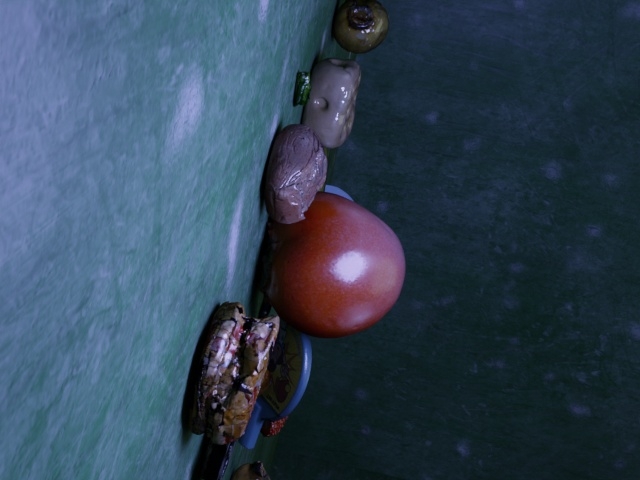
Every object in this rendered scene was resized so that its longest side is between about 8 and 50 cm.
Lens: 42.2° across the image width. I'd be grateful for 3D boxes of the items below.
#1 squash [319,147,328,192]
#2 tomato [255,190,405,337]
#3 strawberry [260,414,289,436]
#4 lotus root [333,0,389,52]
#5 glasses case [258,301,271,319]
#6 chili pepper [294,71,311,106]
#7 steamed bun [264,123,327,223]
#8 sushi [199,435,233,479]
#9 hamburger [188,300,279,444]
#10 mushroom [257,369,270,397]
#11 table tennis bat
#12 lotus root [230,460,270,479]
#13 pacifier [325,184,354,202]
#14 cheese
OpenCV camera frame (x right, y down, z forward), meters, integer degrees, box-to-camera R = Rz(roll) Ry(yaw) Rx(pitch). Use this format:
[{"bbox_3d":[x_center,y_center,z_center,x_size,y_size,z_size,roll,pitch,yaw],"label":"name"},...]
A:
[{"bbox_3d":[-0.040,-0.093,2.061,0.094,0.095,0.340,89,12,-79],"label":"squash"},{"bbox_3d":[0.028,0.056,1.763,0.321,0.322,0.321,13,90,-87],"label":"tomato"},{"bbox_3d":[-0.098,0.341,1.993,0.175,0.107,0.235,16,-82,60],"label":"strawberry"},{"bbox_3d":[0.110,-0.577,2.253,0.278,0.154,0.154,-80,-178,-82],"label":"lotus root"},{"bbox_3d":[-0.130,0.161,2.020,0.083,0.023,0.033,-72,172,-55],"label":"glasses case"},{"bbox_3d":[-0.036,-0.302,1.723,0.055,0.035,0.118,-59,168,-16],"label":"chili pepper"},{"bbox_3d":[-0.046,-0.127,1.566,0.145,0.106,0.175,98,7,-58],"label":"steamed bun"},{"bbox_3d":[-0.189,0.376,1.548,0.215,0.051,0.192,107,2,-47],"label":"sushi"},{"bbox_3d":[-0.139,0.210,1.304,0.231,0.107,0.230,-165,-90,-86],"label":"hamburger"},{"bbox_3d":[-0.145,0.299,1.842,0.088,0.073,0.129,18,85,-76],"label":"mushroom"},{"bbox_3d":[-0.113,0.327,1.888,0.215,0.044,0.329,39,-69,47],"label":"table tennis bat"},{"bbox_3d":[-0.185,0.665,2.202,0.118,0.125,0.220,-13,124,-58],"label":"lotus root"},{"bbox_3d":[0.000,0.000,2.341,0.233,0.244,0.299,-12,-120,59],"label":"pacifier"},{"bbox_3d":[0.027,-0.338,1.979,0.218,0.117,0.235,96,8,-58],"label":"cheese"}]
